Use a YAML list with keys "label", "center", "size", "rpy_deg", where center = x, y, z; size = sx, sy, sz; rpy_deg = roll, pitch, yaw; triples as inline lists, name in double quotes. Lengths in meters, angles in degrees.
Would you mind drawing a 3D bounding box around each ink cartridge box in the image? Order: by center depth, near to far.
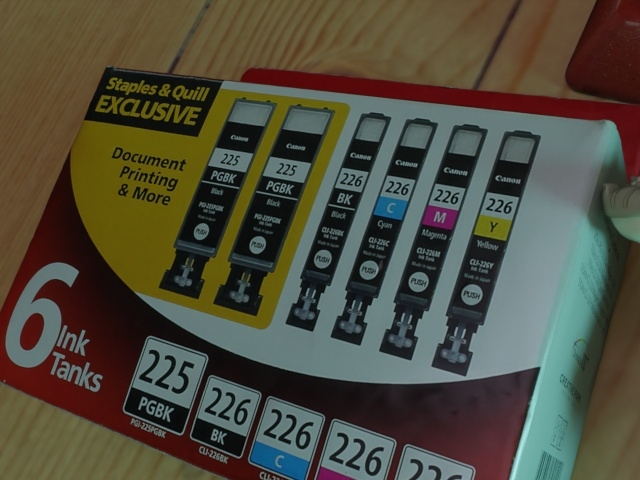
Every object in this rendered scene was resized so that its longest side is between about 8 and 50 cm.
- label: "ink cartridge box"
  center: [0.000, 0.000, 0.450]
  size: [0.310, 0.130, 0.271]
  rpy_deg: [12, 76, 29]

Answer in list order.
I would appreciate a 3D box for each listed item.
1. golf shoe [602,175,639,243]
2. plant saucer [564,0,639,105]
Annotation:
- label: "golf shoe"
  center: [0.196, 0.020, 0.337]
  size: [0.069, 0.176, 0.085]
  rpy_deg: [-176, 99, -72]
- label: "plant saucer"
  center: [0.297, -0.176, 0.418]
  size: [0.259, 0.048, 0.258]
  rpy_deg: [22, 82, 30]
